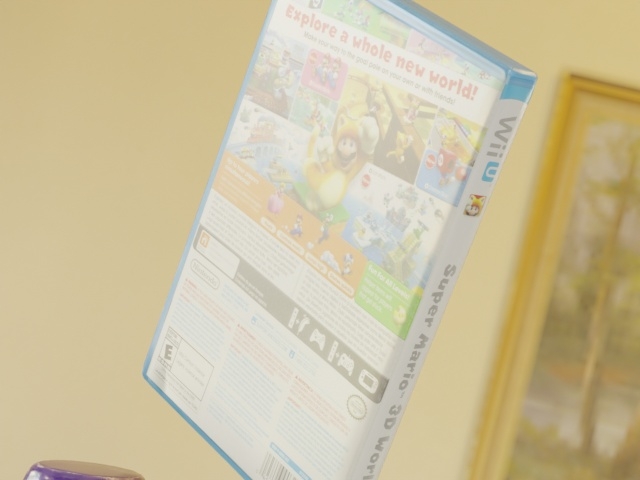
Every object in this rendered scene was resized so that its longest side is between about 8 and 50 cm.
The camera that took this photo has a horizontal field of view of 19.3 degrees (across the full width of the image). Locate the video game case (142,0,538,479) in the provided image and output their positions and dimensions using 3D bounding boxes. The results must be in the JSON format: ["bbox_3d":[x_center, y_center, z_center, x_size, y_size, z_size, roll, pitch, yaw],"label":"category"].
[{"bbox_3d":[0.000,0.000,0.616,0.015,0.166,0.119,6,22,-39],"label":"video game case"}]

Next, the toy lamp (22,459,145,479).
[{"bbox_3d":[-0.112,0.226,0.753,0.080,0.275,0.080,10,0,0],"label":"toy lamp"}]
